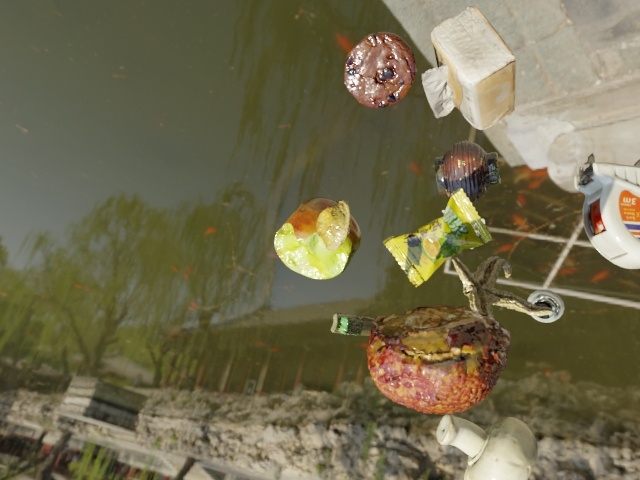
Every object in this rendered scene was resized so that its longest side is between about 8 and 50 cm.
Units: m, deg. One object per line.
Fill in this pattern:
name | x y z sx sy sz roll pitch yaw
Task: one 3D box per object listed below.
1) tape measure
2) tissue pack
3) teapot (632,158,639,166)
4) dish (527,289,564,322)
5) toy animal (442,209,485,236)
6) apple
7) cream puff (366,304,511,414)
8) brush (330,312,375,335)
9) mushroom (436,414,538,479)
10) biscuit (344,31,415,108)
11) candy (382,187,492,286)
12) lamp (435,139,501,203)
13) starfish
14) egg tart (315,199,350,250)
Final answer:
tape measure | 0.756 -0.065 1.291 0.258 0.265 0.130 4 167 -4
tissue pack | 0.403 -0.448 1.524 0.239 0.238 0.305 5 170 21
teapot | 1.236 -0.159 1.930 0.233 0.312 0.314 0 114 -17
dish | 0.890 0.273 2.163 0.141 0.078 0.141 10 111 29
toy animal | 0.600 -0.055 2.322 0.184 0.104 0.185 32 171 19
apple | 0.000 0.000 1.629 0.226 0.246 0.246 40 154 5
cream puff | 0.275 0.285 1.281 0.351 0.228 0.350 -10 -175 1
brush | 0.105 0.235 1.492 0.048 0.054 0.282 15 176 27
mushroom | 0.605 0.753 1.881 0.315 0.315 0.356 -12 145 44
biscuit | 0.153 -0.438 1.401 0.192 0.049 0.192 3 116 6
candy | 0.352 -0.004 1.638 0.297 0.081 0.187 -35 91 28
lamp | 0.537 -0.249 1.981 0.247 0.247 0.247 12 154 6
starfish | 0.649 0.205 1.985 0.324 0.432 0.082 3 124 -14
egg tart | 0.027 -0.040 1.302 0.049 0.128 0.129 16 156 -26
